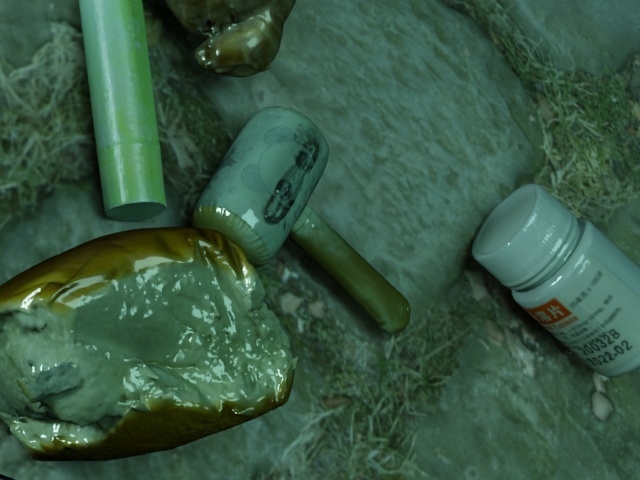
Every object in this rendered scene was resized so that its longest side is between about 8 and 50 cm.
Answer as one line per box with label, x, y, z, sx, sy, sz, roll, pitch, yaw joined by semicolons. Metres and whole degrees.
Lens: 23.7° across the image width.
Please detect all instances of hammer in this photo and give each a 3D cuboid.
hammer;0.000;0.000;1.788;0.305;0.113;0.202;43;60;-20

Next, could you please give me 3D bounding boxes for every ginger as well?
ginger;-0.098;-0.365;1.806;0.256;0.176;0.375;12;70;-11

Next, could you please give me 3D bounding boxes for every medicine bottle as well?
medicine bottle;0.324;0.050;1.951;0.252;0.144;0.144;43;57;-17

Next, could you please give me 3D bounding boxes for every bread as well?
bread;-0.197;0.106;1.533;0.279;0.250;0.225;-14;86;-33

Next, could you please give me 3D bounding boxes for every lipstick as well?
lipstick;-0.225;-0.177;1.714;0.076;0.076;0.304;1;74;-32

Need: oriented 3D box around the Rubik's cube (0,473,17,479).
Rubik's cube;-0.240;0.298;1.496;0.234;0.250;0.284;16;50;-53
